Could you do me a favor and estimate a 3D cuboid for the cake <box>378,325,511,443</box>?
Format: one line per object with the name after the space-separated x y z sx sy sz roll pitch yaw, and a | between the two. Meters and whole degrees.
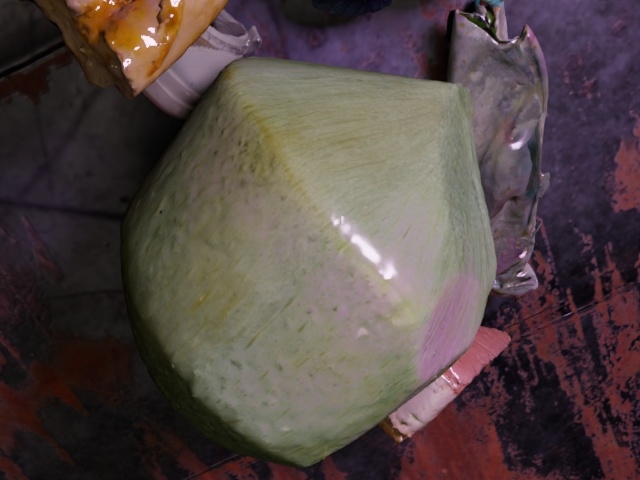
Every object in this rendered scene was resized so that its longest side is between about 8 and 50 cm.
0.131 0.145 0.796 0.109 0.090 0.225 -50 146 19 | cake

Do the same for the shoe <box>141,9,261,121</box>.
-0.153 -0.216 0.569 0.098 0.103 0.275 -34 126 8 | shoe

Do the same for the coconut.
0.000 0.000 0.608 0.281 0.328 0.328 38 106 -12 | coconut

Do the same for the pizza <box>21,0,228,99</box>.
-0.147 -0.295 0.452 0.277 0.114 0.409 4 91 -26 | pizza

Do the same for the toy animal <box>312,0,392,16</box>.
0.054 -0.236 0.556 0.218 0.179 0.116 12 90 -17 | toy animal

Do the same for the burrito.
0.166 -0.076 0.734 0.096 0.066 0.309 -10 118 -3 | burrito
